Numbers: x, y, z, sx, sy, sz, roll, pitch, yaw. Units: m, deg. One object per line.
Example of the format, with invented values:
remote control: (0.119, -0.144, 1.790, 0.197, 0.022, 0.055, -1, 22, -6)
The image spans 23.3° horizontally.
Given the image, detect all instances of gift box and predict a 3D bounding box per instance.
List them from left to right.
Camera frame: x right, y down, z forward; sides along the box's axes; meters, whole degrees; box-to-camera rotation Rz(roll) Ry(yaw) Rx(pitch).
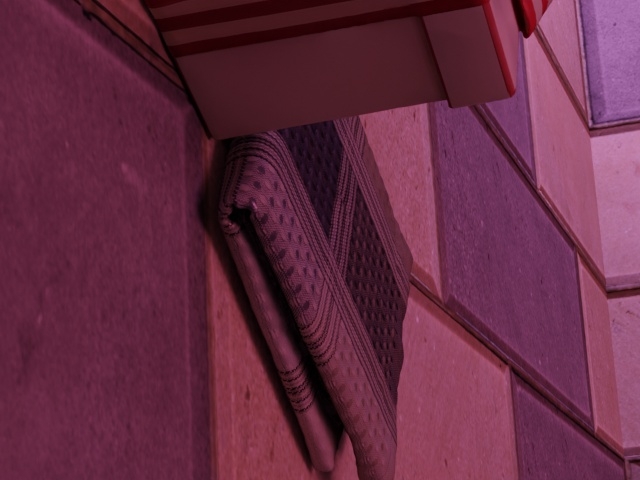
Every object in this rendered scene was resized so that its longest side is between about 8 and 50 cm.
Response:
gift box: (0.022, -0.256, 1.079, 0.255, 0.258, 0.276, 64, 25, -45)

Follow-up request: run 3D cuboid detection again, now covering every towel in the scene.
towel: (0.000, 0.000, 1.260, 0.312, 0.056, 0.324, -81, 154, -51)
